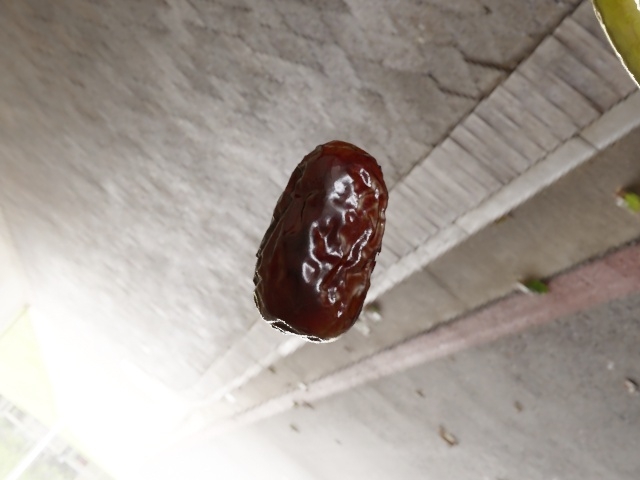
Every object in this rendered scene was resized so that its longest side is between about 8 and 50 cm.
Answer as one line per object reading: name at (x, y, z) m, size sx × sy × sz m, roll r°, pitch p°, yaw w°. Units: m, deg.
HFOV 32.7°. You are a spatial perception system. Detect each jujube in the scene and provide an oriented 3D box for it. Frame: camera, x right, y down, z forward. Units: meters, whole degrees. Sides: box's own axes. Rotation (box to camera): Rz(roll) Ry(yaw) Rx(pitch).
jujube at (0.000, 0.000, 0.695) m, size 0.077 × 0.129 × 0.077 m, roll 14°, pitch -175°, yaw -1°

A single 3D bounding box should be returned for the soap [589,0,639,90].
soap at (0.370, -0.255, 0.914) m, size 0.306 × 0.427 × 0.115 m, roll 57°, pitch 151°, yaw -15°
